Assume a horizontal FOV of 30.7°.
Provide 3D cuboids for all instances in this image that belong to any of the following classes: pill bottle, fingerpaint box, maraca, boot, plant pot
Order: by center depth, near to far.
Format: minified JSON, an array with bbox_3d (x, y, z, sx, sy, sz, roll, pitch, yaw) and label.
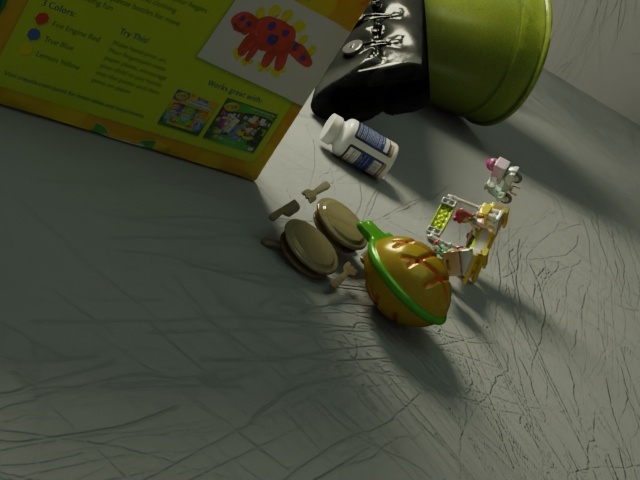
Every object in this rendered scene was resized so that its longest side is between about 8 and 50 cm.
[{"bbox_3d":[-0.185,-0.310,1.439,0.445,0.371,0.163,14,29,-41],"label":"fingerpaint box"},{"bbox_3d":[0.104,0.039,1.484,0.127,0.099,0.186,35,19,-38],"label":"maraca"},{"bbox_3d":[0.061,-0.155,1.891,0.120,0.067,0.067,29,21,-14],"label":"pill bottle"},{"bbox_3d":[0.028,-0.375,2.153,0.146,0.367,0.445,48,32,-41],"label":"boot"},{"bbox_3d":[0.237,-0.455,2.471,0.353,0.366,0.366,9,31,-28],"label":"plant pot"}]

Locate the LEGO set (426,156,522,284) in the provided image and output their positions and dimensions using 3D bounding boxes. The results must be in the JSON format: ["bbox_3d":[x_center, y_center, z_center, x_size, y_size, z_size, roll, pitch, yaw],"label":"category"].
[{"bbox_3d":[0.205,-0.013,1.755,0.107,0.132,0.287,23,41,16],"label":"LEGO set"}]

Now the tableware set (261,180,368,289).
[{"bbox_3d":[0.000,0.000,1.510,0.128,0.039,0.194,49,28,4],"label":"tableware set"}]
